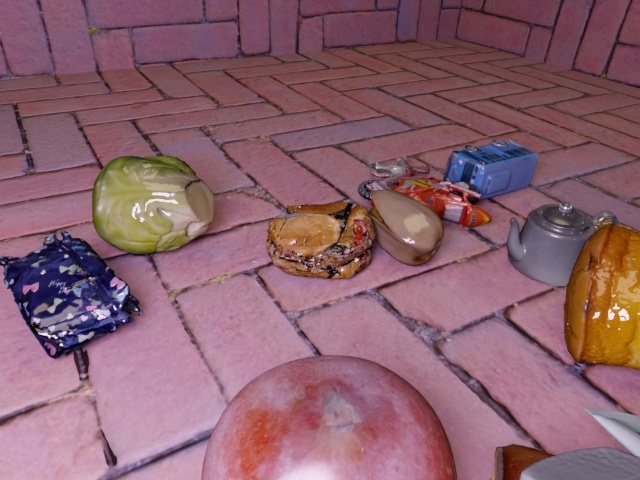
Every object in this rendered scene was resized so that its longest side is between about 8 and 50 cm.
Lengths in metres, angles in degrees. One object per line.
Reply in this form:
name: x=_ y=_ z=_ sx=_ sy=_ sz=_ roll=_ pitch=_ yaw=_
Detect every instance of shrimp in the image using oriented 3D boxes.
shrimp: x=0.684 y=-0.007 z=1.129 sx=0.180 sy=0.041 sz=0.099 roll=21 pitch=38 yaw=26

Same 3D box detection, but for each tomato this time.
tomato: x=0.011 y=0.241 z=0.525 sx=0.271 sy=0.227 sz=0.270 roll=2 pitch=35 yaw=-1

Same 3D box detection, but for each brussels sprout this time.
brussels sprout: x=-0.342 y=-0.074 z=1.025 sx=0.244 sy=0.244 sz=0.244 roll=2 pitch=33 yaw=-1

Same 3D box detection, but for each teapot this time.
teapot: x=0.493 y=-0.014 z=1.028 sx=0.240 sy=0.148 sz=0.162 roll=-1 pitch=32 yaw=-5

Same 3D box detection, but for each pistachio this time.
pistachio: x=0.166 y=-0.031 z=1.042 sx=0.131 sy=0.129 sz=0.206 roll=16 pitch=19 yaw=-47

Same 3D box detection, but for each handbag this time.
handbag: x=-0.423 y=0.085 z=0.846 sx=0.162 sy=0.113 sz=0.260 roll=-32 pitch=47 yaw=-32

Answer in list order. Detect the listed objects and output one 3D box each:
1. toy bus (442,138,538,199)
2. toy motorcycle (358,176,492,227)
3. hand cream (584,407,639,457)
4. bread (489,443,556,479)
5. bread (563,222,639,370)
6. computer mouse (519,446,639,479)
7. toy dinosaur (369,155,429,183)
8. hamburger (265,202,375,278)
toy bus: x=0.449 y=-0.185 z=1.324 sx=0.234 sy=0.116 sz=0.133 roll=-16 pitch=40 yaw=-29
toy motorcycle: x=0.240 y=-0.091 z=1.186 sx=0.298 sy=0.089 sz=0.171 roll=1 pitch=34 yaw=-4
hand cream: x=0.380 y=0.249 z=0.475 sx=0.109 sy=0.067 sz=0.320 roll=10 pitch=8 yaw=0
bread: x=0.290 y=0.346 z=0.400 sx=0.333 sy=0.143 sz=0.324 roll=14 pitch=17 yaw=17
bread: x=0.480 y=0.089 z=0.814 sx=0.143 sy=0.195 sz=0.269 roll=11 pitch=40 yaw=30
computer mouse: x=0.267 y=0.234 z=0.390 sx=0.128 sy=0.079 sz=0.231 roll=-2 pitch=0 yaw=-15
toy dinosaur: x=0.213 y=-0.178 z=1.350 sx=0.168 sy=0.053 sz=0.242 roll=13 pitch=25 yaw=5
hamburger: x=0.000 y=0.000 z=1.017 sx=0.231 sy=0.106 sz=0.231 roll=-1 pitch=35 yaw=1
